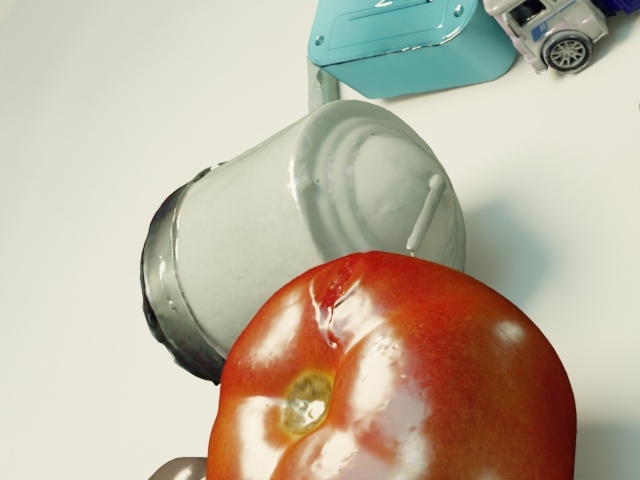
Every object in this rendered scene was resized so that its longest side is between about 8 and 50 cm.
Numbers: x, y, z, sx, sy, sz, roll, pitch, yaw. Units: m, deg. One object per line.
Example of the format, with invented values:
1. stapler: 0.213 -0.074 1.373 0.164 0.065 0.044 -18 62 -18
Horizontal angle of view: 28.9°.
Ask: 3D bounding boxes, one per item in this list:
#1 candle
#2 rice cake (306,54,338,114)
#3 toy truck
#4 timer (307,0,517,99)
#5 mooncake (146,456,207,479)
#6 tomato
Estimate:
1. candle: 0.000 0.000 1.134 0.342 0.221 0.221 -25 41 41
2. rice cake: 0.001 -0.165 1.471 0.030 0.042 0.180 -32 38 26
3. toy truck: 0.264 -0.284 1.138 0.268 0.155 0.124 -32 37 30
4. timer: 0.112 -0.291 1.337 0.232 0.091 0.250 -3 70 44
5. mooncake: -0.103 0.304 1.071 0.245 0.133 0.245 -25 47 30
6. tomato: 0.054 0.163 0.907 0.299 0.226 0.298 -26 48 33
